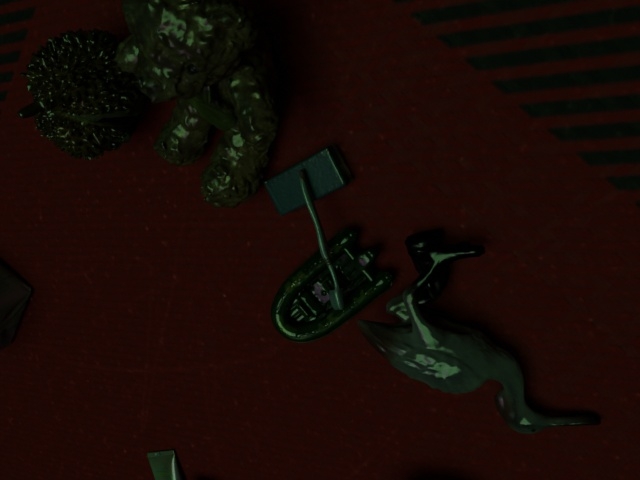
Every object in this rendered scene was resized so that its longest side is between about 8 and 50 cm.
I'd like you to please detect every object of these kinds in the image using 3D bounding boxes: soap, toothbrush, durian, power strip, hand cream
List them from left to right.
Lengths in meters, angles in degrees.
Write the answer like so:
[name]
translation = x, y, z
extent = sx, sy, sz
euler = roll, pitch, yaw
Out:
[soap]
translation = -0.679, 0.149, 1.241
extent = 0.138, 0.199, 0.182
euler = 39, 123, 7
[durian]
translation = -0.336, -0.202, 0.924
extent = 0.167, 0.196, 0.196
euler = 29, 120, 22
[hand cream]
translation = -0.276, 0.481, 1.249
extent = 0.076, 0.047, 0.174
euler = -18, 91, 33
[power strip]
translation = -0.019, -0.080, 0.894
extent = 0.123, 0.032, 0.056
euler = -24, 96, 33
[toothbrush]
translation = 0.000, 0.000, 0.874
extent = 0.019, 0.013, 0.193
euler = -11, 96, 40

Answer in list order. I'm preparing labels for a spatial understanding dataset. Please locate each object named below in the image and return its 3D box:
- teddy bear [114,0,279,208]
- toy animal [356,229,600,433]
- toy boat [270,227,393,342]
[teddy bear]
translation = -0.153, -0.176, 0.810
extent = 0.246, 0.222, 0.296
euler = 37, 120, 18
[toy animal]
translation = 0.180, 0.146, 0.840
extent = 0.195, 0.090, 0.324
euler = -33, 93, 24
[toy boat]
translation = 0.009, 0.071, 0.924
extent = 0.210, 0.052, 0.104
euler = -41, 90, 30
